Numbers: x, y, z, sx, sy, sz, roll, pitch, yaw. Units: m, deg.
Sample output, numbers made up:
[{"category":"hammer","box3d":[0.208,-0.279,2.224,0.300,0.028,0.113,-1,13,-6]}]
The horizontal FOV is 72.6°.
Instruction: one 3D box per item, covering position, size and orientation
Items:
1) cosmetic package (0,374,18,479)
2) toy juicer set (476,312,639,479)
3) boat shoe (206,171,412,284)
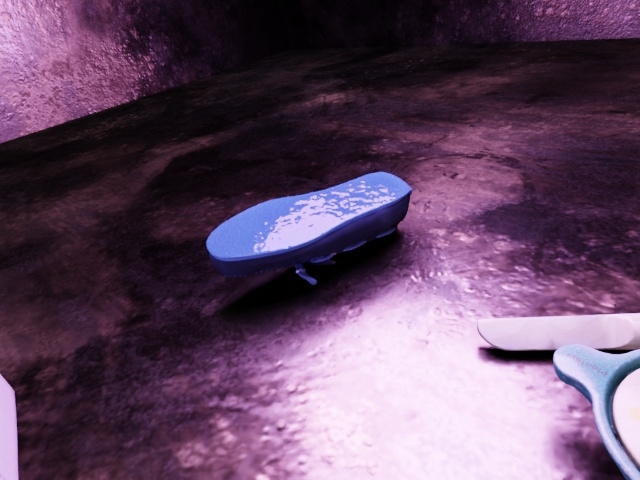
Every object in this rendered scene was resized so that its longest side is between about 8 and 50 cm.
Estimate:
[{"category":"cosmetic package","box3d":[-0.270,0.171,0.187,0.161,0.230,0.453,-28,34,-23]},{"category":"toy juicer set","box3d":[0.265,0.105,0.250,0.209,0.090,0.329,-15,31,-5]},{"category":"boat shoe","box3d":[0.000,0.000,0.518,0.258,0.089,0.109,-15,44,-15]}]
